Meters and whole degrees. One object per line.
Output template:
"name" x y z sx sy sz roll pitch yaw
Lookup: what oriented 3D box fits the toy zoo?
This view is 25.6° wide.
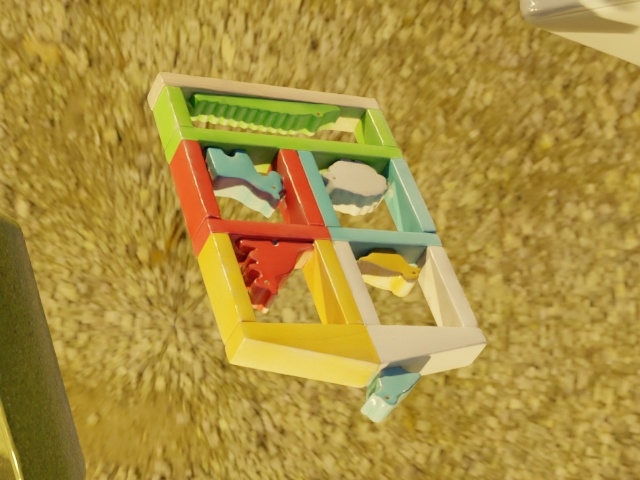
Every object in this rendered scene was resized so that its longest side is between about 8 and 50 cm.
"toy zoo" 0.000 0.000 1.001 0.192 0.030 0.293 4 47 -29

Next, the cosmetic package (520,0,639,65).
"cosmetic package" 0.411 -0.334 1.253 0.327 0.394 0.329 -3 84 39

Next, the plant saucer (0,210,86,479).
"plant saucer" -0.179 0.051 0.696 0.045 0.188 0.188 -23 110 -32
